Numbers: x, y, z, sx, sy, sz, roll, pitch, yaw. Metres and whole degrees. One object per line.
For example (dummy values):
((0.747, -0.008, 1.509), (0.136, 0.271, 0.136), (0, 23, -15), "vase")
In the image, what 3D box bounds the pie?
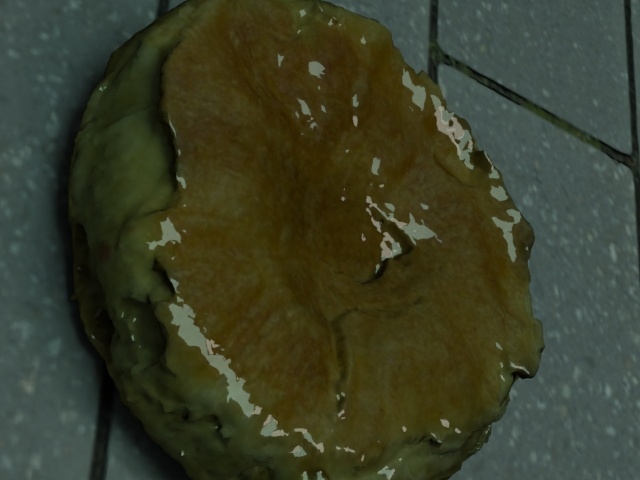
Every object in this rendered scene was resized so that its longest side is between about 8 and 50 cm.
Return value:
((0.000, 0.000, 0.827), (0.339, 0.083, 0.339), (18, 59, -32), "pie")
